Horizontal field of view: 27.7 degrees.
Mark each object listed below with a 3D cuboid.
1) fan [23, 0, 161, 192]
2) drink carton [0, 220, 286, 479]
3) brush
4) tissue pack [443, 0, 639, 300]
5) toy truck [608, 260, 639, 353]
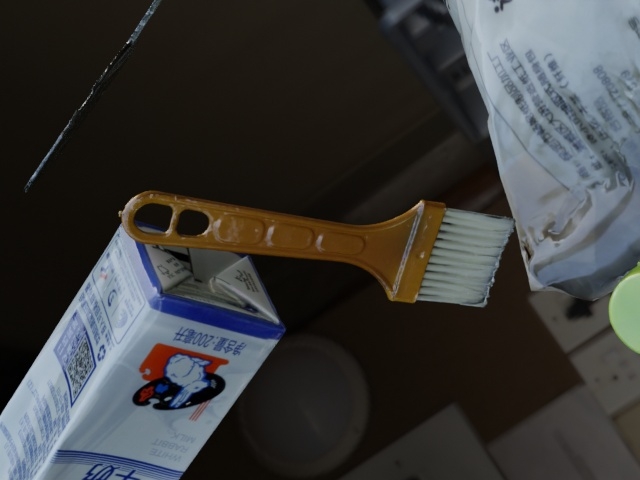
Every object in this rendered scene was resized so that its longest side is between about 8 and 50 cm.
[{"bbox_3d":[-0.245,-0.154,1.388,0.012,0.294,0.223,36,-127,-9],"label":"fan"},{"bbox_3d":[-0.171,0.141,1.070,0.131,0.315,0.106,18,-152,-35],"label":"drink carton"},{"bbox_3d":[0.000,0.000,0.991,0.315,0.090,0.017,7,-157,-22],"label":"brush"},{"bbox_3d":[0.261,-0.181,1.065,0.195,0.390,0.375,-3,-112,-40],"label":"tissue pack"},{"bbox_3d":[0.282,0.002,0.786,0.187,0.211,0.148,-52,-55,-68],"label":"toy truck"}]
